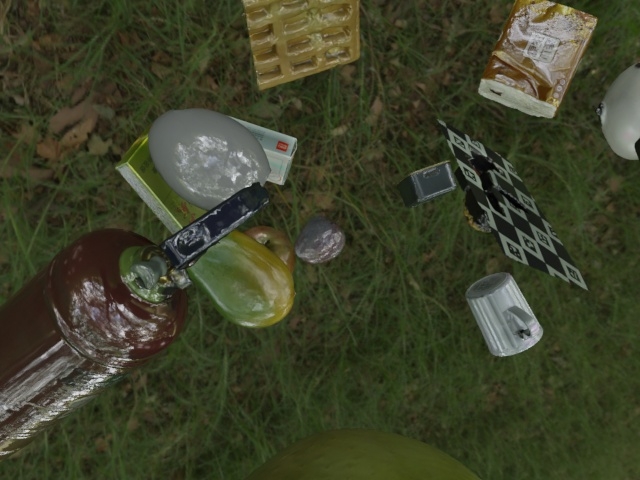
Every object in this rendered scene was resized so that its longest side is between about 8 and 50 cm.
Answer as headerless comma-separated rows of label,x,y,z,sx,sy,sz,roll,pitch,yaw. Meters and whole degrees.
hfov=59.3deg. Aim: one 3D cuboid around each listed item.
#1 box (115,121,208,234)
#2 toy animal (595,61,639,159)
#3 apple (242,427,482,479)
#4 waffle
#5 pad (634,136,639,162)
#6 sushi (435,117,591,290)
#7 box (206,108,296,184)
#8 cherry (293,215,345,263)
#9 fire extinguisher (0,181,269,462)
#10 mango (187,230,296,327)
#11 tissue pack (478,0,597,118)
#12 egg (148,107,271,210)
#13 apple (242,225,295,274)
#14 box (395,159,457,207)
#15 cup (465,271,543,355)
box,-0.303,-0.097,1.248,0.043,0.173,0.311,-14,127,28
toy animal,0.598,-0.205,0.955,0.187,0.235,0.165,-58,175,26
apple,0.027,0.344,0.530,0.311,0.320,0.360,16,156,-28
waffle,-0.038,-0.532,1.382,0.303,0.078,0.348,-17,159,-4
pad,0.469,-0.110,0.764,0.003,0.112,0.157,-14,165,9
sushi,0.246,-0.046,0.789,0.192,0.280,0.043,19,129,-33
box,-0.206,-0.253,1.553,0.269,0.079,0.135,17,147,-4
cherry,0.000,0.003,1.840,0.176,0.176,0.140,-43,122,10
fire extinguisher,-0.179,0.063,0.438,0.344,0.102,0.138,-35,-177,24
mango,-0.157,0.065,1.075,0.156,0.114,0.251,-40,106,14
tissue pack,0.476,-0.404,1.241,0.226,0.183,0.092,-64,165,-6
egg,-0.209,-0.152,1.044,0.231,0.176,0.176,35,110,-4
apple,-0.163,0.060,1.561,0.188,0.188,0.174,-17,145,-16
box,0.321,-0.166,1.698,0.144,0.090,0.201,-20,177,-5
cup,0.552,0.208,1.643,0.166,0.221,0.202,-36,100,-38
